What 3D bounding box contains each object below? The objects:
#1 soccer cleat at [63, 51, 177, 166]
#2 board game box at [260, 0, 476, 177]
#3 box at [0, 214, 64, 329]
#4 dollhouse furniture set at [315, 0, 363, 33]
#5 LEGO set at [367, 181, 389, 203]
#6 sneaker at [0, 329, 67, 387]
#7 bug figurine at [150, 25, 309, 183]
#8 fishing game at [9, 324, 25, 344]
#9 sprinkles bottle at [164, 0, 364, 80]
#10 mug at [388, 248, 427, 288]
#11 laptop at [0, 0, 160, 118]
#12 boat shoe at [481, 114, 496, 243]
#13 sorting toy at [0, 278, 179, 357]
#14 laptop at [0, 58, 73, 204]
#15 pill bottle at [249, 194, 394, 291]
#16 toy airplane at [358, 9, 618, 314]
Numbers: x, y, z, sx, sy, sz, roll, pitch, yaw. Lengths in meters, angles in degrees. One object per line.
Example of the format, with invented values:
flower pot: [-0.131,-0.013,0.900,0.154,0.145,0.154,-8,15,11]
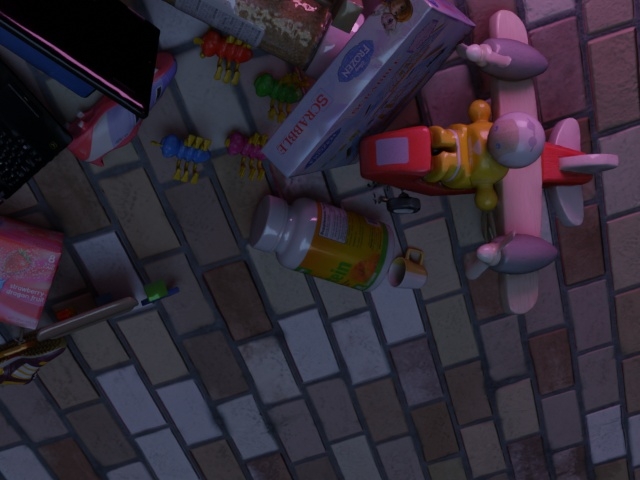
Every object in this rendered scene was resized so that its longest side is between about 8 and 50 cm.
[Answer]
soccer cleat: [-0.321,-0.218,1.379,0.248,0.083,0.095,-36,137,15]
board game box: [0.085,-0.244,1.295,0.066,0.318,0.319,45,111,9]
box: [-0.611,0.027,1.428,0.300,0.142,0.154,19,99,-19]
dollhouse furniture set: [0.025,-0.406,1.137,0.101,0.182,0.161,21,121,-17]
LEGO set: [0.112,-0.105,1.554,0.054,0.023,0.083,6,135,-11]
sneaker: [-0.575,0.238,1.645,0.185,0.069,0.084,-17,133,9]
bug figurine: [-0.150,-0.221,1.402,0.216,0.072,0.279,16,115,-26]
fishing game: [-0.683,0.120,1.562,0.264,0.041,0.189,13,123,-14]
sprinkles bottle: [-0.114,-0.362,1.247,0.355,0.121,0.121,24,117,-10]
mug: [0.182,0.064,1.652,0.064,0.062,0.078,14,127,-26]
laptop: [-0.437,-0.286,1.101,0.382,0.408,0.236,33,116,-27]
boat shoe: [0.351,-0.093,1.550,0.109,0.098,0.302,-10,124,-3]
sorting toy: [-0.430,0.133,1.525,0.347,0.196,0.047,-21,89,-15]
laptop: [-0.578,-0.153,1.303,0.264,0.136,0.234,-37,104,15]
pill bottle: [0.000,0.000,1.532,0.245,0.136,0.136,18,119,-19]
toy airplane: [0.307,-0.131,1.343,0.384,0.272,0.386,-44,89,-12]
